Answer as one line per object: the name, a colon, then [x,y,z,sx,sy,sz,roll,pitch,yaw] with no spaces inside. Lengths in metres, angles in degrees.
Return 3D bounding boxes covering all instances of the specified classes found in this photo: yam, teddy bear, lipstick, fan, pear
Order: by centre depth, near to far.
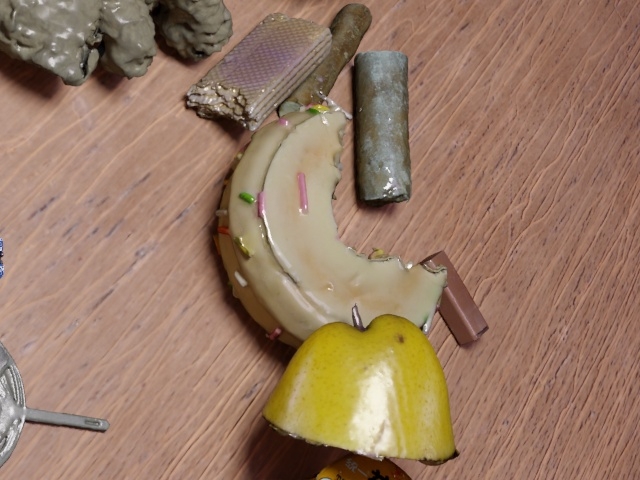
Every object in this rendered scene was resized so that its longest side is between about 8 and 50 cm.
fan: [-0.408,0.169,1.362,0.294,0.012,0.223,-20,85,-40]
pear: [0.070,0.180,1.498,0.267,0.267,0.178,13,95,-34]
teddy bear: [-0.316,-0.363,1.535,0.367,0.224,0.357,-31,95,-25]
yam: [0.010,-0.274,1.813,0.061,0.061,0.253,42,53,-18]
yam: [0.097,-0.173,1.825,0.093,0.093,0.259,13,67,-34]
lipstick: [0.206,0.090,1.842,0.045,0.045,0.145,-33,94,-39]

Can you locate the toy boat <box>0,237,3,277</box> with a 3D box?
toy boat: [-0.437,0.006,1.334,0.175,0.110,0.091,7,70,-34]

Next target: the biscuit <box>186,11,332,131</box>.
biscuit: [-0.085,-0.248,1.705,0.108,0.062,0.239,21,47,22]

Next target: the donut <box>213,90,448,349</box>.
donut: [0.000,0.010,1.643,0.307,0.150,0.371,-39,99,-39]

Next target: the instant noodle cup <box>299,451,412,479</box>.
instant noodle cup: [0.015,0.389,1.499,0.215,0.172,0.216,14,66,-34]
